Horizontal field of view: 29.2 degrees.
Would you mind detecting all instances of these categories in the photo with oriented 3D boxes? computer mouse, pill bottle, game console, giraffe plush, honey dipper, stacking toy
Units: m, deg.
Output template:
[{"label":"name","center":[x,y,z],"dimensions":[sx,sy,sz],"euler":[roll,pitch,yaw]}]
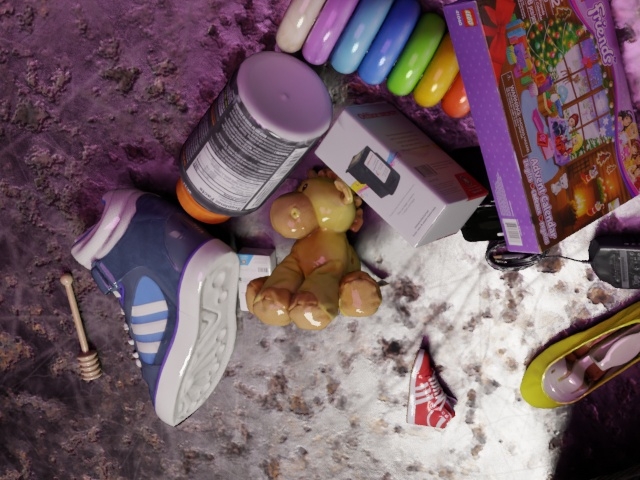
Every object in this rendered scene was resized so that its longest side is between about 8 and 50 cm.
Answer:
[{"label":"computer mouse","center":[0.325,0.018,1.537],"dimensions":[0.242,0.041,0.071],"euler":[5,131,20]},{"label":"pill bottle","center":[-0.095,-0.115,1.527],"dimensions":[0.130,0.130,0.245],"euler":[42,139,-3]},{"label":"game console","center":[0.230,-0.060,1.543],"dimensions":[0.122,0.071,0.107],"euler":[-6,139,19]},{"label":"giraffe plush","center":[0.000,0.000,1.545],"dimensions":[0.181,0.210,0.171],"euler":[6,109,41]},{"label":"honey dipper","center":[-0.349,0.123,1.773],"dimensions":[0.030,0.030,0.161],"euler":[-7,107,19]},{"label":"stacking toy","center":[0.118,-0.214,1.462],"dimensions":[0.330,0.141,0.141],"euler":[29,116,-3]}]

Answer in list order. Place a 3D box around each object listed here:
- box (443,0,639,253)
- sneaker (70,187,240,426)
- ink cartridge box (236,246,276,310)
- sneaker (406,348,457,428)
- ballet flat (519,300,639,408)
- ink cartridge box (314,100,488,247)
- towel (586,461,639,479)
[{"label":"box","center":[0.263,-0.158,1.396],"dimensions":[0.057,0.201,0.293],"euler":[5,118,54]},{"label":"sneaker","center":[-0.239,0.077,1.689],"dimensions":[0.236,0.130,0.323],"euler":[31,130,22]},{"label":"ink cartridge box","center":[-0.085,0.053,1.669],"dimensions":[0.048,0.028,0.083],"euler":[4,111,15]},{"label":"sneaker","center":[0.153,0.201,1.650],"dimensions":[0.067,0.042,0.119],"euler":[11,121,16]},{"label":"ballet flat","center":[0.342,0.153,1.557],"dimensions":[0.231,0.077,0.077],"euler":[-37,98,25]},{"label":"ink cartridge box","center":[0.098,-0.083,1.484],"dimensions":[0.175,0.127,0.072],"euler":[44,118,17]},{"label":"towel","center":[0.380,0.309,1.484],"dimensions":[0.312,0.324,0.056],"euler":[-25,79,23]}]
